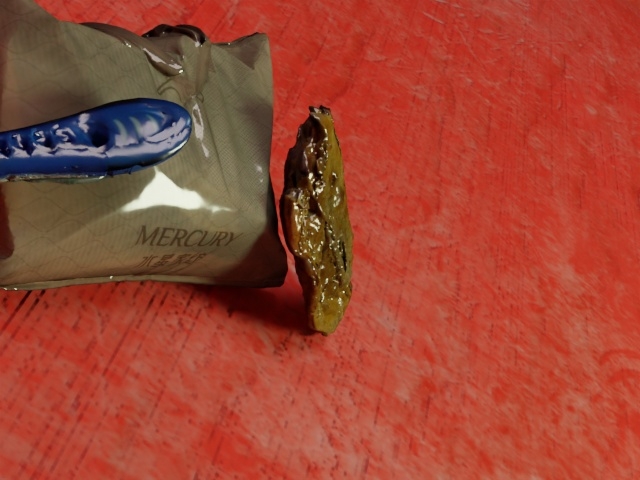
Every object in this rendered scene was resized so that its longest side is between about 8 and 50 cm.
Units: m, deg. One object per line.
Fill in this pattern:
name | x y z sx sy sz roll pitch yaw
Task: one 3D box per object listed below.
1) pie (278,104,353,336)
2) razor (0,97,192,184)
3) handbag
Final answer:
pie | 0.000 0.000 0.952 0.034 0.170 0.092 3 45 12
razor | -0.209 -0.031 0.728 0.324 0.056 0.093 -7 55 -31
handbag | -0.107 -0.055 0.889 0.117 0.183 0.270 -3 -2 37
